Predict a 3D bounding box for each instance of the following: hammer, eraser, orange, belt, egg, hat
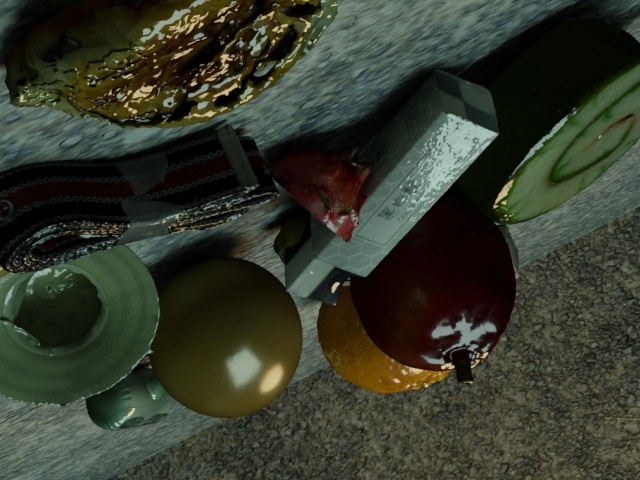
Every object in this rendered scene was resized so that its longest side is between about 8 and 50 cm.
[{"bbox_3d":[-0.306,0.260,2.251,0.335,0.119,0.206,-38,165,18],"label":"hammer"},{"bbox_3d":[0.087,-0.065,1.572,0.096,0.098,0.404,21,132,-25],"label":"eraser"},{"bbox_3d":[0.168,0.191,2.471,0.340,0.293,0.340,-23,166,-6],"label":"orange"},{"bbox_3d":[-0.209,-0.046,1.245,0.359,0.094,0.126,-15,164,-39],"label":"belt"},{"bbox_3d":[-0.152,0.151,1.783,0.250,0.250,0.322,-24,159,-14],"label":"egg"},{"bbox_3d":[-0.334,0.077,1.416,0.252,0.252,0.110,-25,-150,-8],"label":"hat"}]

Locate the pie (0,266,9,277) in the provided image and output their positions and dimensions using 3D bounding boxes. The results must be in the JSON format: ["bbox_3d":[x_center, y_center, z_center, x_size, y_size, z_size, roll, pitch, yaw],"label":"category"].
[{"bbox_3d":[-0.440,0.049,1.227,0.282,0.068,0.128,-27,169,-18],"label":"pie"}]

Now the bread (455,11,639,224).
[{"bbox_3d":[0.356,-0.185,1.630,0.366,0.129,0.382,-29,157,-24],"label":"bread"}]

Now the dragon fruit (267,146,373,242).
[{"bbox_3d":[0.010,-0.086,1.487,0.111,0.153,0.153,-51,166,0],"label":"dragon fruit"}]

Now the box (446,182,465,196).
[{"bbox_3d":[0.179,-0.032,1.980,0.211,0.058,0.350,-2,168,2],"label":"box"}]

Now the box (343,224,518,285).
[{"bbox_3d":[0.170,0.031,2.000,0.353,0.069,0.214,-1,168,15],"label":"box"}]

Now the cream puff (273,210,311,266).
[{"bbox_3d":[0.000,0.000,1.807,0.116,0.146,0.146,-60,-172,-34],"label":"cream puff"}]

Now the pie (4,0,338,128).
[{"bbox_3d":[-0.106,-0.176,0.954,0.308,0.085,0.308,-26,168,-6],"label":"pie"}]

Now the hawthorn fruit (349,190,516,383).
[{"bbox_3d":[0.176,0.082,1.724,0.265,0.307,0.265,-7,146,-4],"label":"hawthorn fruit"}]
